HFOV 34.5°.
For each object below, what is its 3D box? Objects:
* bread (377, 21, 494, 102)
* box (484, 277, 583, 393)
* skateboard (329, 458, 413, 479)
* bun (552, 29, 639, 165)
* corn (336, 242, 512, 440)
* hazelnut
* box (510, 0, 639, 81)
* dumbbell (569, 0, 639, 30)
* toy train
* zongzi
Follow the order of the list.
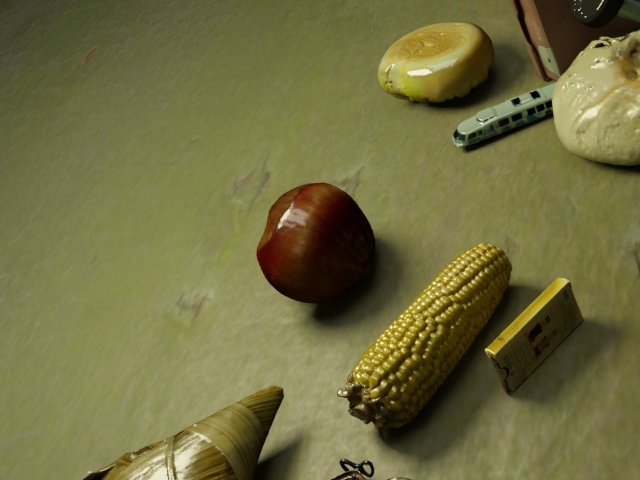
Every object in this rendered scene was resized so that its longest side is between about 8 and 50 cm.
[{"bbox_3d":[0.211,-0.314,1.844,0.213,0.104,0.213,-20,33,14],"label":"bread"},{"bbox_3d":[0.268,0.119,1.290,0.149,0.073,0.020,-41,36,-18],"label":"box"},{"bbox_3d":[0.058,0.298,1.223,0.151,0.067,0.080,-4,33,36],"label":"skateboard"},{"bbox_3d":[0.476,-0.233,1.528,0.287,0.146,0.287,-21,32,14],"label":"bun"},{"bbox_3d":[0.150,0.122,1.344,0.106,0.106,0.305,16,52,45],"label":"corn"},{"bbox_3d":[0.000,0.000,1.549,0.178,0.177,0.204,-14,7,19],"label":"hazelnut"},{"bbox_3d":[0.431,-0.396,1.699,0.215,0.215,0.086,-30,31,-4],"label":"box"},{"bbox_3d":[0.496,-0.364,1.630,0.100,0.191,0.100,-38,45,53],"label":"dumbbell"},{"bbox_3d":[0.313,-0.206,1.690,0.208,0.047,0.043,-22,34,7],"label":"toy train"},{"bbox_3d":[-0.113,0.320,1.260,0.288,0.134,0.286,-30,41,-16],"label":"zongzi"}]
